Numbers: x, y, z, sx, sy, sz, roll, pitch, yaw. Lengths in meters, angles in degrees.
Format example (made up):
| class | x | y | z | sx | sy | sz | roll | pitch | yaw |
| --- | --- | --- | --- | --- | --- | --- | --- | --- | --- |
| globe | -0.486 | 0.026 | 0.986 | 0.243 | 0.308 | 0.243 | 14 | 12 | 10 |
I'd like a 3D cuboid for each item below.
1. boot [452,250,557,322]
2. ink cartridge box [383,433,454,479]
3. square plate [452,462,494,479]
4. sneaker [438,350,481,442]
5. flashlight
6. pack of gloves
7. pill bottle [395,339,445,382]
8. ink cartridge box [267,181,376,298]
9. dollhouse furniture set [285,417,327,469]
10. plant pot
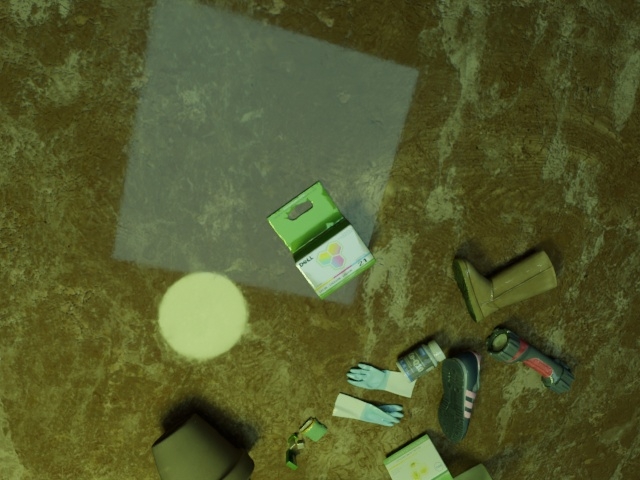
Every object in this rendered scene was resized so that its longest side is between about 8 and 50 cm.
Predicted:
| class | x | y | z | sx | sy | sz | roll | pitch | yaw |
| --- | --- | --- | --- | --- | --- | --- | --- | --- | --- |
| boot | 0.543 | 0.097 | 1.397 | 0.269 | 0.089 | 0.236 | -26 | 117 | 0 |
| ink cartridge box | 0.327 | 0.757 | 1.467 | 0.171 | 0.235 | 0.056 | -31 | 138 | 1 |
| square plate | 0.409 | 0.860 | 1.442 | 0.347 | 0.344 | 0.049 | -31 | 89 | 1 |
| sneaker | 0.451 | 0.489 | 1.477 | 0.131 | 0.112 | 0.319 | -17 | 120 | -31 |
| flashlight | 0.659 | 0.385 | 1.478 | 0.304 | 0.103 | 0.103 | 35 | 124 | -16 |
| pack of gloves | 0.175 | 0.491 | 1.467 | 0.232 | 0.046 | 0.195 | 15 | 103 | -11 |
| pill bottle | 0.305 | 0.365 | 1.434 | 0.137 | 0.078 | 0.078 | -33 | 106 | 1 |
| ink cartridge box | 0.000 | 0.000 | 1.287 | 0.189 | 0.097 | 0.255 | -35 | 107 | 2 |
| dollhouse furniture set | -0.049 | 0.631 | 1.466 | 0.076 | 0.058 | 0.152 | 41 | 96 | -16 |
| plant pot | -0.360 | 0.635 | 1.347 | 0.263 | 0.263 | 0.229 | -35 | 89 | 2 |
